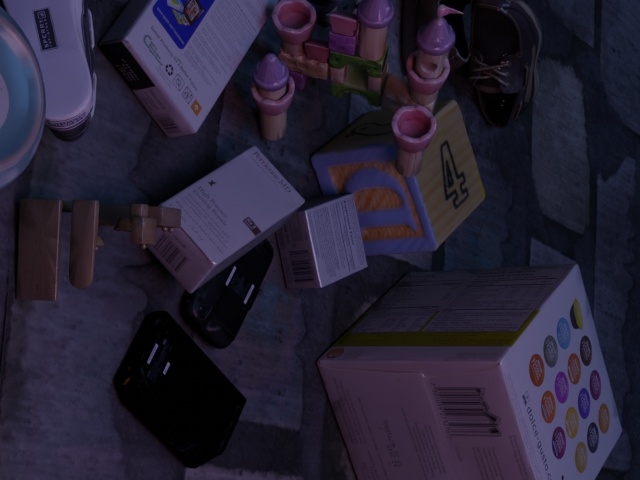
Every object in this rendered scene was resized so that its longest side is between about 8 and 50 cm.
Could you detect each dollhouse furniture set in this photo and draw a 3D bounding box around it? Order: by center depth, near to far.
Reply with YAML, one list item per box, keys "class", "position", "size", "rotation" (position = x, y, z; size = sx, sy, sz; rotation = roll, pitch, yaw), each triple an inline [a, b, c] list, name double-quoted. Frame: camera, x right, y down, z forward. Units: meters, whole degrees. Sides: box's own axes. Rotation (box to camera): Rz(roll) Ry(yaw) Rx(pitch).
- class: "dollhouse furniture set"
  position: [-0.275, 0.015, 1.557]
  size: [0.151, 0.144, 0.123]
  rotation: [7, 85, -68]

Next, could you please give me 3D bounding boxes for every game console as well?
- class: "game console"
  position: [-0.153, 0.128, 1.773]
  size: [0.213, 0.044, 0.361]
  rotation: [54, 47, -37]

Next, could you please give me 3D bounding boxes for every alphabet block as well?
- class: "alphabet block"
  position: [0.133, -0.103, 2.062]
  size: [0.197, 0.192, 0.193]
  rotation: [-42, 121, -48]

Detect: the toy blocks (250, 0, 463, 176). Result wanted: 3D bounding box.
- class: "toy blocks"
  position: [0.063, -0.306, 1.849]
  size: [0.260, 0.289, 0.309]
  rotation: [91, 16, -62]

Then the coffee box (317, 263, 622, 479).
- class: "coffee box"
  position: [0.260, 0.262, 2.067]
  size: [0.334, 0.338, 0.337]
  rotation: [-40, 119, -49]

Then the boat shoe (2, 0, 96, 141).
- class: "boat shoe"
  position: [-0.329, -0.267, 1.533]
  size: [0.102, 0.108, 0.301]
  rotation: [99, -22, -73]

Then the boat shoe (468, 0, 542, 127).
- class: "boat shoe"
  position: [0.352, -0.337, 2.381]
  size: [0.130, 0.132, 0.355]
  rotation: [-66, 153, -22]

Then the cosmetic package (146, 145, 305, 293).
- class: "cosmetic package"
  position: [-0.136, -0.033, 1.742]
  size: [0.117, 0.085, 0.231]
  rotation: [47, 42, 2]

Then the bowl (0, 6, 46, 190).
- class: "bowl"
  position: [-0.420, -0.156, 1.342]
  size: [0.311, 0.163, 0.311]
  rotation: [11, 77, -52]

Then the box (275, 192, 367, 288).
- class: "box"
  position: [0.000, 0.000, 1.967]
  size: [0.137, 0.072, 0.126]
  rotation: [-21, 103, -52]

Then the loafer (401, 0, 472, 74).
- class: "loafer"
  position: [0.226, -0.470, 2.277]
  size: [0.134, 0.130, 0.366]
  rotation: [-1, 87, -54]

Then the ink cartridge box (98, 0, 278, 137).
- class: "ink cartridge box"
  position: [-0.167, -0.337, 1.786]
  size: [0.175, 0.069, 0.371]
  rotation: [55, 49, -34]
